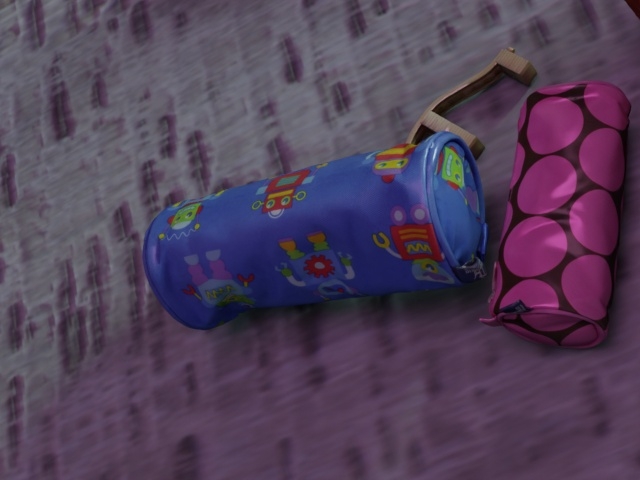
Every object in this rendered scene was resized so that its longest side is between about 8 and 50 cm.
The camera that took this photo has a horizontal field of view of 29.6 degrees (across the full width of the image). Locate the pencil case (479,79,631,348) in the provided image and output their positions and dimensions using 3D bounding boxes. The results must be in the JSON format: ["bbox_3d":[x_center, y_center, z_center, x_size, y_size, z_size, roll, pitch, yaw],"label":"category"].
[{"bbox_3d":[0.190,-0.023,0.970,0.098,0.095,0.209,-1,65,34],"label":"pencil case"}]

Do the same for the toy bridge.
[{"bbox_3d":[0.116,-0.095,1.080,0.063,0.026,0.188,35,88,36],"label":"toy bridge"}]

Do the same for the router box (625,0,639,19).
[{"bbox_3d":[0.384,-0.250,0.835,0.335,0.301,0.082,-40,93,12],"label":"router box"}]

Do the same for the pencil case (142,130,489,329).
[{"bbox_3d":[0.000,0.000,1.029,0.306,0.133,0.119,-12,38,30],"label":"pencil case"}]
